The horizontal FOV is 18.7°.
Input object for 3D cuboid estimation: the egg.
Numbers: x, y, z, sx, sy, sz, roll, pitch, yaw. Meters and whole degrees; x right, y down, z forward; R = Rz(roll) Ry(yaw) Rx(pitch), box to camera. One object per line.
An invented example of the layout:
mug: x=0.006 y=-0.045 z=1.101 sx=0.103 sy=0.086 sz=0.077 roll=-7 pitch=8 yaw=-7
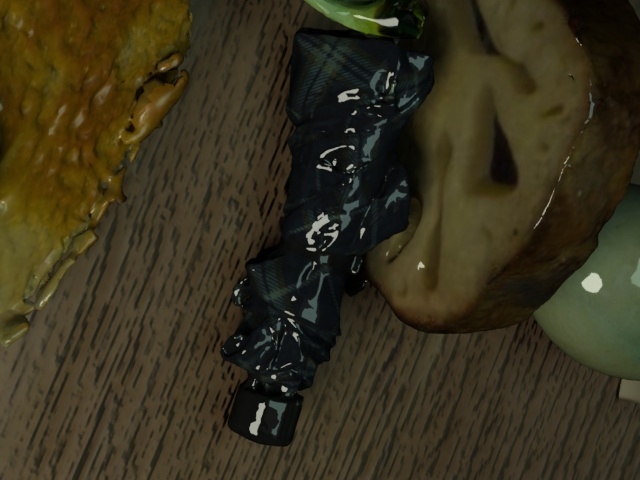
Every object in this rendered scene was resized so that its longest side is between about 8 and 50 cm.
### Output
egg: x=0.186 y=0.026 z=1.166 sx=0.152 sy=0.114 sz=0.114 roll=32 pitch=76 yaw=-34

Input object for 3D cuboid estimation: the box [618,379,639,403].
box: x=0.293 y=0.052 z=1.304 sx=0.201 sy=0.058 sz=0.141 roll=8 pitch=92 yaw=-41

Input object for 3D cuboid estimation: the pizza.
pizza: x=-0.133 y=-0.101 z=0.868 sx=0.189 sy=0.071 sz=0.297 roll=-24 pitch=116 yaw=-51

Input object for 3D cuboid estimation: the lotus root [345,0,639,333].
lotus root: x=0.100 y=-0.074 z=1.048 sx=0.074 sy=0.170 sz=0.261 roll=5 pitch=102 yaw=-38

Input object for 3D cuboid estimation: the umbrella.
umbrella: x=0.002 y=0.001 z=1.033 sx=0.071 sy=0.080 sz=0.224 roll=18 pitch=88 yaw=-67

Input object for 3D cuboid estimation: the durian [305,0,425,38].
durian: x=-0.031 y=-0.264 z=0.923 sx=0.106 sy=0.132 sz=0.375 roll=-84 pitch=152 yaw=-61
